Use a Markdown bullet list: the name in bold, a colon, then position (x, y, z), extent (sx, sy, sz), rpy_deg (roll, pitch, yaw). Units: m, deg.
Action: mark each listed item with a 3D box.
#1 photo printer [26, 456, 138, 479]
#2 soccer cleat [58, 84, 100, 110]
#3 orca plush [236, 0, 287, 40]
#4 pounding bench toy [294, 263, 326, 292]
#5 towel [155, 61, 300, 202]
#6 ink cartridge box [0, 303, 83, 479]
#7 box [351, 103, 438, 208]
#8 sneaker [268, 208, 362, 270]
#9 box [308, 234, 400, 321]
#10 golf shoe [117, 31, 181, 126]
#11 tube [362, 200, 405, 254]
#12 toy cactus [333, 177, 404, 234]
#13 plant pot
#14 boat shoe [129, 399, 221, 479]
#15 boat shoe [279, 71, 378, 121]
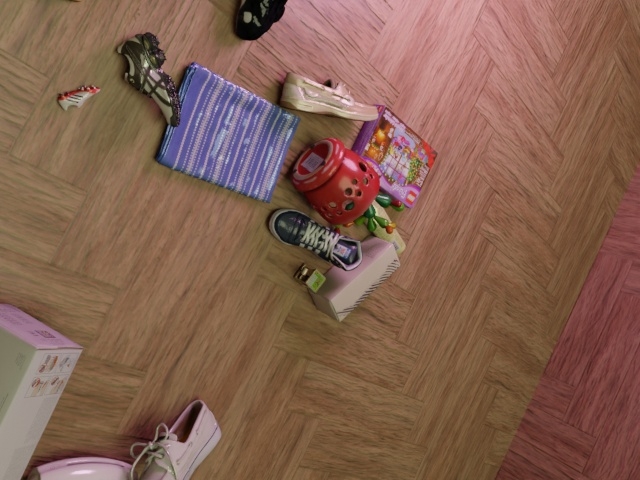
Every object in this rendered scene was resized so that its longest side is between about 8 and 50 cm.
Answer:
- **photo printer**: position (-0.575, 0.649, 1.285), extent (0.256, 0.107, 0.307), rpy_deg (21, 90, -42)
- **soccer cleat**: position (-0.479, -0.285, 1.115), extent (0.083, 0.029, 0.035), rpy_deg (-27, 129, -27)
- **orca plush**: position (-0.078, -0.573, 1.278), extent (0.287, 0.102, 0.151), rpy_deg (-49, 148, -13)
- **pounding bench toy**: position (-0.040, 0.096, 1.576), extent (0.052, 0.065, 0.083), rpy_deg (-53, 130, -13)
- **towel**: position (-0.210, -0.247, 1.342), extent (0.336, 0.040, 0.243), rpy_deg (18, 93, -42)
- **ink cartridge box**: position (-0.652, 0.283, 1.057), extent (0.309, 0.272, 0.130), rpy_deg (-65, 162, -3)
- **box**: position (0.220, -0.246, 1.684), extent (0.293, 0.057, 0.201), rpy_deg (29, 86, -41)
- **sneaker**: position (0.000, 0.000, 1.518), extent (0.282, 0.153, 0.099), rpy_deg (29, 84, -41)
- **box**: position (0.104, 0.109, 1.670), extent (0.275, 0.113, 0.094), rpy_deg (-39, 127, -22)
- **golf shoe**: position (-0.356, -0.328, 1.174), extent (0.094, 0.077, 0.198), rpy_deg (-18, 106, -1)
- **tube**: position (0.183, -0.053, 1.721), extent (0.240, 0.062, 0.070), rpy_deg (51, 38, -32)
- **toy cactus**: position (0.134, -0.096, 1.595), extent (0.219, 0.112, 0.180), rpy_deg (-10, 122, 1)
- **plant pot**: position (0.035, -0.164, 1.474), extent (0.174, 0.191, 0.191), rpy_deg (44, 75, -34)
- **boat shoe**: position (-0.368, 0.509, 1.331), extent (0.367, 0.136, 0.156), rpy_deg (-46, 122, -57)
- **boat shoe**: position (0.035, -0.373, 1.462), extent (0.302, 0.109, 0.098), rpy_deg (1, 105, -34)
